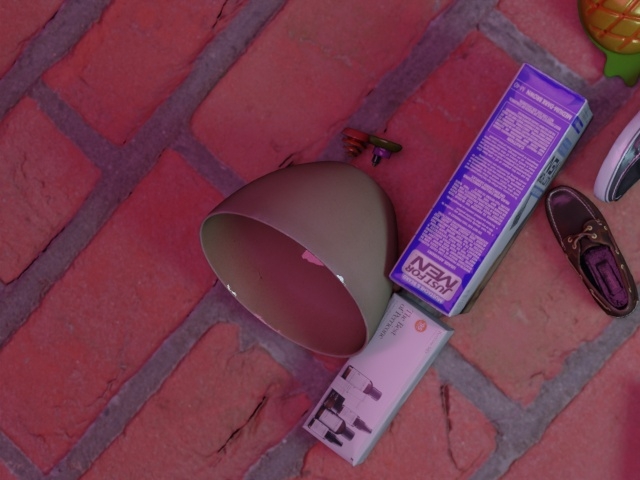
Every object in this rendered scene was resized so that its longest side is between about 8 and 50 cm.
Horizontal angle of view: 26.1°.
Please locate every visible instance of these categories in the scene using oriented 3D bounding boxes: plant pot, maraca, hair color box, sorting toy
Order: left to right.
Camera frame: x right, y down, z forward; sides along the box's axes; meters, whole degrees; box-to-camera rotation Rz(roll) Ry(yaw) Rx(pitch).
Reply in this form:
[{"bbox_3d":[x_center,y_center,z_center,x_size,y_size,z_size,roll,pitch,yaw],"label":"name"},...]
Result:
[{"bbox_3d":[0.000,0.000,1.930,0.284,0.284,0.191,32,62,14],"label":"plant pot"},{"bbox_3d":[0.072,-0.131,1.999,0.102,0.061,0.042,22,94,38],"label":"sorting toy"},{"bbox_3d":[0.238,-0.064,1.886,0.110,0.185,0.338,35,97,12],"label":"hair color box"},{"bbox_3d":[0.423,-0.303,1.894,0.127,0.099,0.185,-12,110,25],"label":"maraca"}]

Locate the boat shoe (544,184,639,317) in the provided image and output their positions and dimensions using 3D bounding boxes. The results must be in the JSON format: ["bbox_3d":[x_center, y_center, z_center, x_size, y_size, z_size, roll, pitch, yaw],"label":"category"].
[{"bbox_3d":[0.375,0.012,1.904,0.073,0.073,0.207,-34,78,13],"label":"boat shoe"}]

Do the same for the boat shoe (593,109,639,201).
[{"bbox_3d":[0.464,-0.138,1.881,0.076,0.080,0.228,37,90,28],"label":"boat shoe"}]

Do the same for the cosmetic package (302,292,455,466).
[{"bbox_3d":[0.083,0.199,1.982,0.099,0.060,0.239,35,97,13],"label":"cosmetic package"}]
